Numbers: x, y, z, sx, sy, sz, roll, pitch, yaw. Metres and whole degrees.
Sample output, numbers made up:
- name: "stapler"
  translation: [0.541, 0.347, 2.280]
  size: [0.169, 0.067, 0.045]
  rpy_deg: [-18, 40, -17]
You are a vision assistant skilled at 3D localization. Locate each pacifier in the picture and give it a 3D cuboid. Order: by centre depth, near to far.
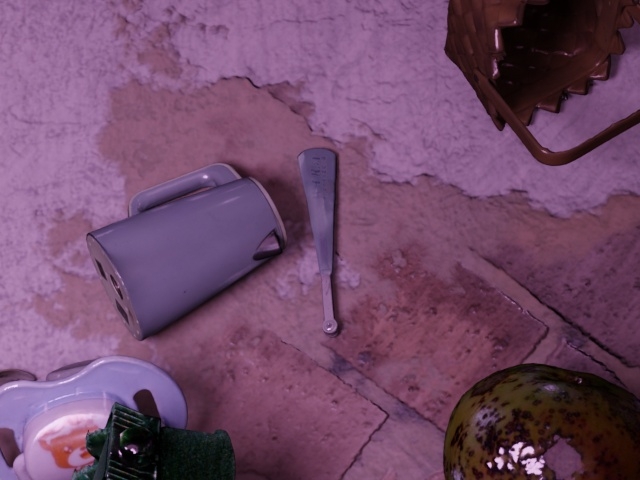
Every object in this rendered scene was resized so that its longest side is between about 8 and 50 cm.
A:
- name: "pacifier"
  translation: [-0.312, 0.227, 1.900]
  size: [0.279, 0.227, 0.207]
  rpy_deg: [-15, 38, -4]

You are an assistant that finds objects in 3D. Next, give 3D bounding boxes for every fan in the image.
- name: "fan"
  translation: [0.000, 0.000, 2.050]
  size: [0.057, 0.023, 0.282]
  rpy_deg: [-1, 69, -3]

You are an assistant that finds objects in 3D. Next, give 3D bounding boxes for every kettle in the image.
- name: "kettle"
  translation: [-0.188, -0.002, 1.997]
  size: [0.243, 0.160, 0.210]
  rpy_deg: [-27, 44, -18]

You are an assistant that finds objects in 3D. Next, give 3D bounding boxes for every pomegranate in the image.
- name: "pomegranate"
  translation: [0.278, 0.330, 1.833]
  size: [0.285, 0.285, 0.340]
  rpy_deg: [17, 101, 5]

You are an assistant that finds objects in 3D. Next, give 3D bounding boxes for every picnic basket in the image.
- name: "picnic basket"
  translation: [0.329, -0.273, 2.013]
  size: [0.254, 0.291, 0.321]
  rpy_deg: [-28, 64, -11]

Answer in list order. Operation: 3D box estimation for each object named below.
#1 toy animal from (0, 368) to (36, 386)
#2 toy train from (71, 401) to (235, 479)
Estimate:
- name: "toy animal"
  translation: [-0.462, 0.226, 1.895]
  size: [0.219, 0.155, 0.095]
  rpy_deg: [-31, 63, -20]
- name: "toy train"
  translation: [-0.219, 0.339, 1.777]
  size: [0.178, 0.330, 0.138]
  rpy_deg: [10, 46, -13]
